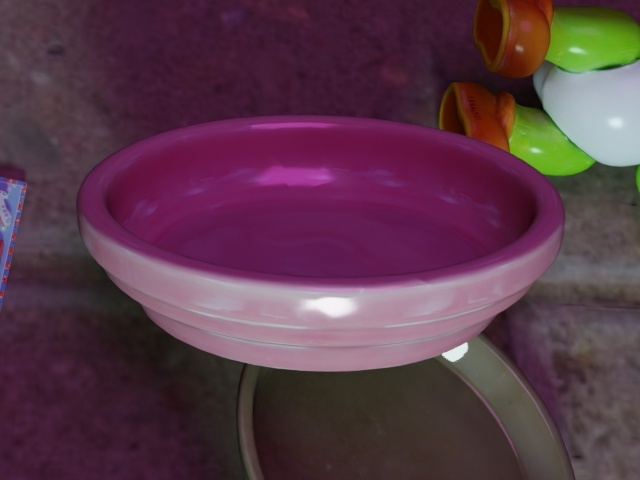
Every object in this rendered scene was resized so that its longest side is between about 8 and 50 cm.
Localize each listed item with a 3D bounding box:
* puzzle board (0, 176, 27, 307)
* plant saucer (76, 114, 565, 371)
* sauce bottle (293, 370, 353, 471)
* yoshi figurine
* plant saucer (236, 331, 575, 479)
[{"bbox_3d":[-0.269,0.002,1.144,0.096,0.011,0.128,12,59,-11],"label":"puzzle board"},{"bbox_3d":[0.000,0.000,1.104,0.332,0.084,0.332,1,22,0],"label":"plant saucer"},{"bbox_3d":[0.001,0.150,1.129,0.042,0.042,0.128,-21,68,-26],"label":"sauce bottle"},{"bbox_3d":[0.291,-0.082,1.271,0.362,0.203,0.203,9,76,-15],"label":"yoshi figurine"},{"bbox_3d":[0.059,0.156,1.108,0.278,0.041,0.277,19,49,-24],"label":"plant saucer"}]
